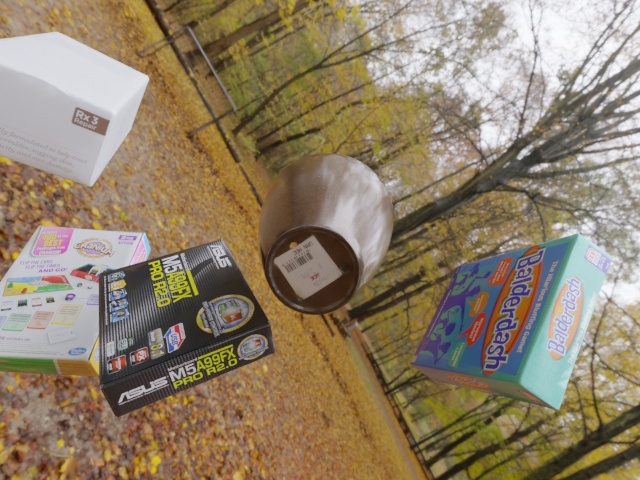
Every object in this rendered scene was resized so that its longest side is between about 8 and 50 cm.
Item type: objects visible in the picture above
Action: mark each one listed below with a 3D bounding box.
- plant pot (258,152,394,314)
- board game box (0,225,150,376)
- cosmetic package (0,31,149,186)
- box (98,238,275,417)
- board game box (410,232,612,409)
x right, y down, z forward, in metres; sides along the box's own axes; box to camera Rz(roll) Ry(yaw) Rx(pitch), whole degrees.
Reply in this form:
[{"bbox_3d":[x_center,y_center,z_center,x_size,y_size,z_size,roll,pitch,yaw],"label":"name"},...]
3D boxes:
[{"bbox_3d":[0.000,0.000,0.550,0.215,0.215,0.230,61,13,-13],"label":"plant pot"},{"bbox_3d":[-0.522,0.110,0.827,0.064,0.242,0.317,97,-3,-48],"label":"board game box"},{"bbox_3d":[-0.267,-0.151,0.430,0.117,0.086,0.231,21,23,-23],"label":"cosmetic package"},{"bbox_3d":[-0.217,0.107,0.621,0.270,0.216,0.060,46,-32,52],"label":"box"},{"bbox_3d":[0.198,0.089,0.457,0.047,0.160,0.210,34,-18,-4],"label":"board game box"}]
